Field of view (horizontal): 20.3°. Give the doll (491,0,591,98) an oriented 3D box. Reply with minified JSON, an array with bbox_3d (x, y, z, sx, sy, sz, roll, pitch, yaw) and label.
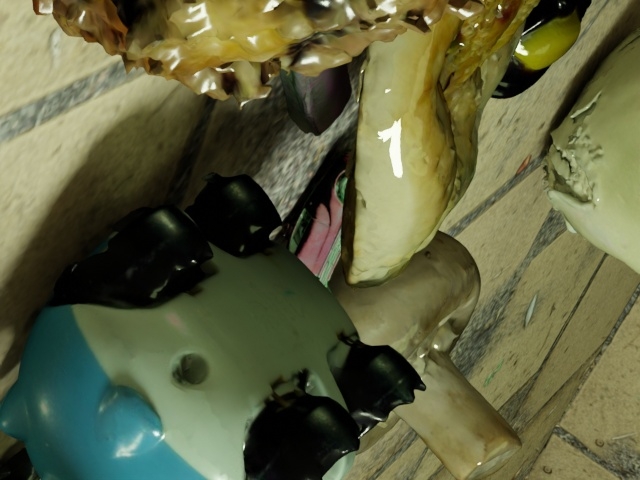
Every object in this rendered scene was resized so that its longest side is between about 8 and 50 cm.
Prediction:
[{"bbox_3d":[0.165,-0.177,1.353,0.248,0.088,0.127,-45,162,-43],"label":"doll"}]

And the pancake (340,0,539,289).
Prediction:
[{"bbox_3d":[0.088,-0.141,1.067,0.387,0.082,0.387,19,90,-79],"label":"pancake"}]

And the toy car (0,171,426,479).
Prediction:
[{"bbox_3d":[-0.077,0.087,1.016,0.190,0.188,0.255,-42,177,22],"label":"toy car"}]

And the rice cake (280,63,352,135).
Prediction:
[{"bbox_3d":[-0.005,-0.119,1.065,0.047,0.036,0.207,-40,162,-13],"label":"rice cake"}]

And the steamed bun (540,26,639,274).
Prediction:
[{"bbox_3d":[0.378,-0.110,1.859,0.312,0.233,0.334,-57,173,0],"label":"steamed bun"}]

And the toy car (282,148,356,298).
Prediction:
[{"bbox_3d":[0.000,0.000,1.296,0.069,0.055,0.142,31,84,-83],"label":"toy car"}]

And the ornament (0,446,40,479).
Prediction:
[{"bbox_3d":[-0.180,0.147,1.123,0.125,0.028,0.073,-37,156,-43],"label":"ornament"}]

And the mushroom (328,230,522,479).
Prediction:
[{"bbox_3d":[0.066,0.101,1.407,0.207,0.215,0.207,-43,165,-14],"label":"mushroom"}]

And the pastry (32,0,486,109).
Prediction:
[{"bbox_3d":[-0.022,-0.180,0.559,0.193,0.275,0.275,37,88,-38],"label":"pastry"}]
